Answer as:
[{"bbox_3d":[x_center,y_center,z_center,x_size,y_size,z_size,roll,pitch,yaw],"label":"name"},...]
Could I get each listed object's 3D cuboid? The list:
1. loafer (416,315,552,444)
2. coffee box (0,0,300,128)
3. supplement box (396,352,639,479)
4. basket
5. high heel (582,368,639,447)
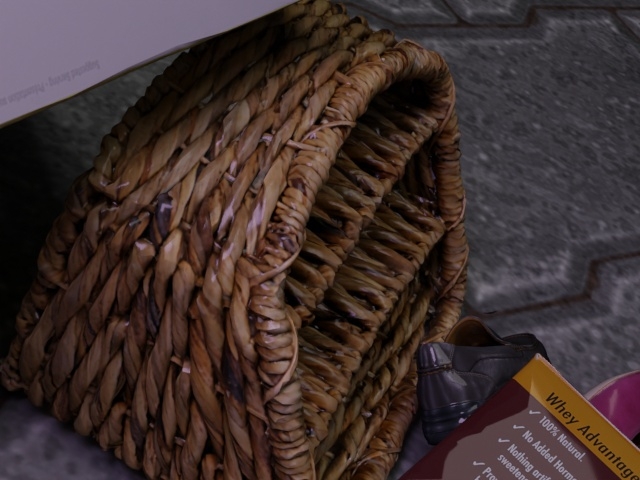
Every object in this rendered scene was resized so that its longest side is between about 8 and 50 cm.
[{"bbox_3d":[0.106,0.076,0.824,0.170,0.062,0.061,-21,95,-67],"label":"loafer"},{"bbox_3d":[-0.225,-0.230,0.621,0.338,0.335,0.337,4,26,44],"label":"coffee box"},{"bbox_3d":[0.091,0.199,0.604,0.194,0.129,0.191,-35,69,-30],"label":"supplement box"},{"bbox_3d":[0.000,0.000,0.747,0.223,0.213,0.299,33,37,4],"label":"basket"},{"bbox_3d":[0.173,0.156,0.801,0.244,0.082,0.117,-12,64,-48],"label":"high heel"}]
